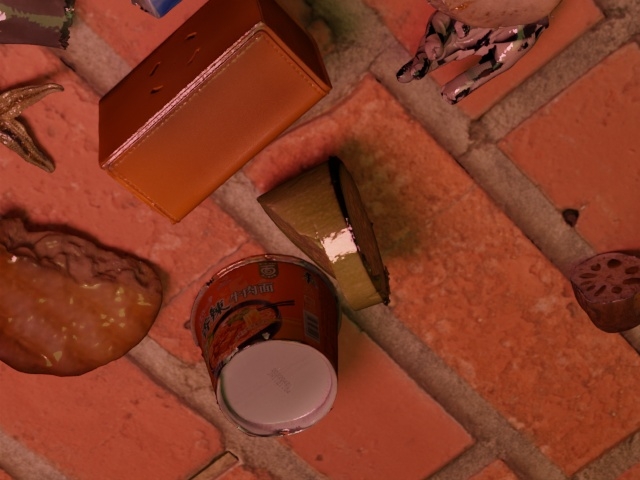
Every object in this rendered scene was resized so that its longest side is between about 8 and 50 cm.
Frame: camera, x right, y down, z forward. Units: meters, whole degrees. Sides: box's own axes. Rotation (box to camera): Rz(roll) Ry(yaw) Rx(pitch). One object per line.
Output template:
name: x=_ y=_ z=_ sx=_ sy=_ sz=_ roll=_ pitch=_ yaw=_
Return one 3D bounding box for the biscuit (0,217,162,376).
biscuit: x=-0.377 y=0.088 z=1.746 sx=0.274 sy=0.091 sz=0.213 roll=26 pitch=109 yaw=-33

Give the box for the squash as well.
squash: x=0.013 y=0.005 z=1.689 sx=0.133 sy=0.220 sz=0.220 roll=-26 pitch=120 yaw=3

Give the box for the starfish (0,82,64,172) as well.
starfish: x=-0.428 y=-0.154 z=1.632 sx=0.223 sy=0.050 sz=0.217 roll=-23 pitch=127 yaw=19

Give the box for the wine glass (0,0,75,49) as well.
wine glass: x=-0.414 y=-0.297 z=1.521 sx=0.222 sy=0.103 sz=0.103 roll=9 pitch=118 yaw=-14

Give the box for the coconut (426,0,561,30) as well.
coconut: x=0.209 y=-0.395 z=1.483 sx=0.245 sy=0.247 sz=0.245 roll=-3 pitch=151 yaw=-2

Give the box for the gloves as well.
gloves: x=0.191 y=-0.268 z=1.623 sx=0.212 sy=0.111 sz=0.127 roll=-22 pitch=145 yaw=1

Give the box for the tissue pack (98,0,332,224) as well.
tissue pack: x=-0.138 y=-0.180 z=1.574 sx=0.274 sy=0.194 sz=0.145 roll=-40 pitch=117 yaw=16

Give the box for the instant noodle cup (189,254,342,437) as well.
instant noodle cup: x=-0.070 y=0.163 z=1.791 sx=0.230 sy=0.182 sz=0.230 roll=-4 pitch=121 yaw=-7

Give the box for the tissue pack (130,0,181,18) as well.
tissue pack: x=-0.152 y=-0.417 z=1.427 sx=0.263 sy=0.146 sz=0.198 roll=-39 pitch=120 yaw=-7

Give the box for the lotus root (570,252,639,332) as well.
lotus root: x=0.441 y=0.076 z=1.846 sx=0.112 sy=0.122 sz=0.081 roll=-27 pitch=122 yaw=0
